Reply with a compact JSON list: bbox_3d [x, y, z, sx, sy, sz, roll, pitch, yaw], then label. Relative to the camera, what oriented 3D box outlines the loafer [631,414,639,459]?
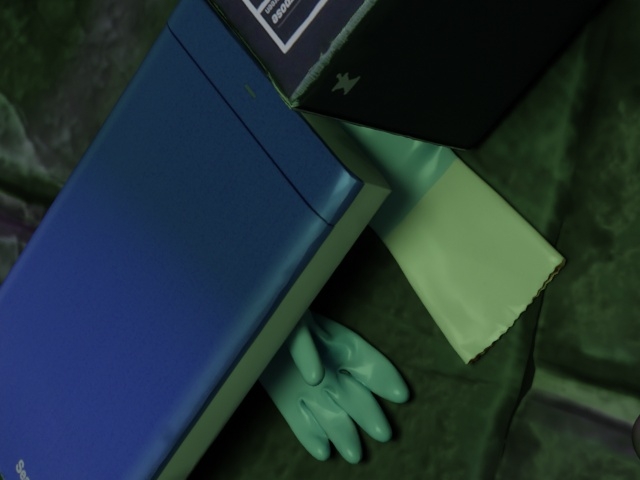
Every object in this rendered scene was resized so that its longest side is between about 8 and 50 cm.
[{"bbox_3d":[0.278,0.114,0.682,0.302,0.095,0.109,8,89,36],"label":"loafer"}]

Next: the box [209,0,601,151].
[{"bbox_3d":[0.046,-0.256,0.842,0.296,0.183,0.294,-49,58,22],"label":"box"}]

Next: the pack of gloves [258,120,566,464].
[{"bbox_3d":[0.000,0.000,0.928,0.195,0.046,0.232,-50,60,21],"label":"pack of gloves"}]

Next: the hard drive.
[{"bbox_3d":[-0.107,0.029,0.976,0.318,0.040,0.210,-55,48,20],"label":"hard drive"}]
